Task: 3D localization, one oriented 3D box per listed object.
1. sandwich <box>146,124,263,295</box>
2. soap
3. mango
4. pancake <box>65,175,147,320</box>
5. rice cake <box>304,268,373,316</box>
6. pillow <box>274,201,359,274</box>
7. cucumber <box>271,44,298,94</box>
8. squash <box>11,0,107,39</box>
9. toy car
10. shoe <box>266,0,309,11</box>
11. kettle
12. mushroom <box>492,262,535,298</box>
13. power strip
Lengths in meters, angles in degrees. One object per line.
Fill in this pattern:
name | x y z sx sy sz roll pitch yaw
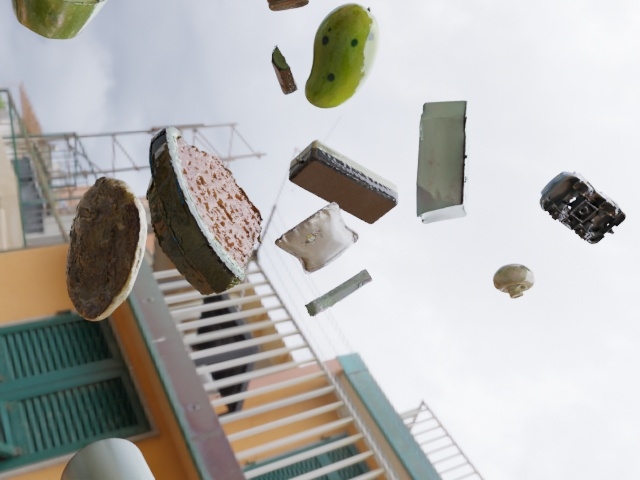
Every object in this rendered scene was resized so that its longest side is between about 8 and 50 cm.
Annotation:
sandwich | -0.167 -0.043 0.922 0.079 0.159 0.235 -34 -90 27
soap | 0.237 -0.143 1.291 0.091 0.145 0.230 -1 -103 17
mango | 0.055 -0.481 1.802 0.143 0.175 0.293 -72 -173 -65
pancake | -0.538 0.015 1.676 0.356 0.065 0.356 -6 -99 40
rice cake | 0.049 0.136 1.768 0.043 0.211 0.034 55 -32 10
pillow | 0.000 0.000 1.242 0.038 0.131 0.232 58 3 22
cucumber | -0.097 -0.464 1.947 0.070 0.046 0.220 52 -3 20
squash | -0.438 -0.418 1.136 0.123 0.170 0.170 -52 -126 41
toy car | 0.541 -0.079 1.431 0.097 0.191 0.100 -48 -155 26
shoe | -0.076 -0.587 1.610 0.109 0.072 0.069 -18 -100 23
kettle | -0.351 0.510 1.258 0.221 0.161 0.236 49 -11 -35
mushroom | 0.391 0.081 1.378 0.083 0.084 0.067 133 -42 -52
power strip | 0.051 -0.132 1.535 0.105 0.257 0.070 -39 -144 40
